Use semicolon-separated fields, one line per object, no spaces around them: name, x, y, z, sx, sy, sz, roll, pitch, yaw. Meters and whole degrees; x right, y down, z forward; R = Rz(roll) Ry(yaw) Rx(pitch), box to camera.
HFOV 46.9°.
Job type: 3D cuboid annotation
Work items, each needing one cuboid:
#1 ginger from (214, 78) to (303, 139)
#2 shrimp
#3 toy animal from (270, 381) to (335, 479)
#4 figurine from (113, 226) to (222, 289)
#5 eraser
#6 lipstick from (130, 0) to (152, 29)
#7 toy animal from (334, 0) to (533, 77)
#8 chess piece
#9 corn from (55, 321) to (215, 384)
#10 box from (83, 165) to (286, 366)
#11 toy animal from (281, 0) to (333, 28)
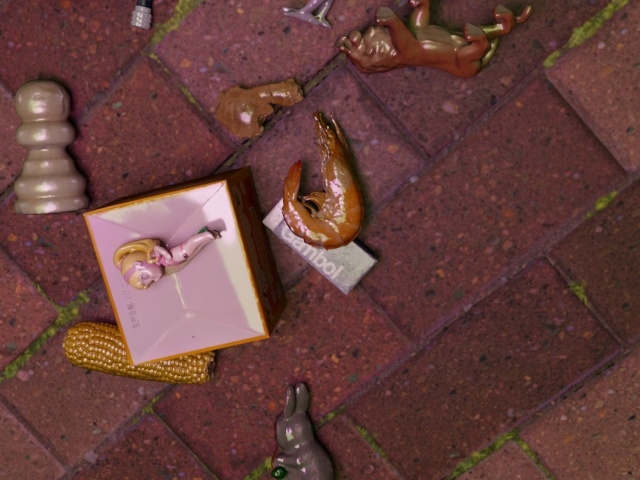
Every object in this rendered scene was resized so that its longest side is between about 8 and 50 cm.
ginger;-0.111;-0.233;1.316;0.165;0.067;0.096;-11;80;10
shrimp;0.003;-0.105;1.315;0.150;0.068;0.249;-2;84;-12
toy animal;-0.043;0.400;1.450;0.108;0.138;0.236;-22;73;49
figurine;-0.246;0.019;1.177;0.187;0.083;0.083;-24;99;17
eraser;0.000;0.000;1.366;0.212;0.046;0.092;40;104;-3
lipstick;-0.311;-0.437;1.314;0.037;0.037;0.116;13;100;4
toy animal;0.182;-0.330;1.240;0.312;0.157;0.097;8;61;-1
chess piece;-0.502;-0.173;1.355;0.133;0.133;0.243;-1;98;8
corn;-0.358;0.222;1.439;0.310;0.101;0.102;10;104;0
box;-0.229;0.039;1.320;0.259;0.214;0.284;-13;102;7
toy animal;0.023;-0.450;1.244;0.367;0.081;0.206;37;106;-6
